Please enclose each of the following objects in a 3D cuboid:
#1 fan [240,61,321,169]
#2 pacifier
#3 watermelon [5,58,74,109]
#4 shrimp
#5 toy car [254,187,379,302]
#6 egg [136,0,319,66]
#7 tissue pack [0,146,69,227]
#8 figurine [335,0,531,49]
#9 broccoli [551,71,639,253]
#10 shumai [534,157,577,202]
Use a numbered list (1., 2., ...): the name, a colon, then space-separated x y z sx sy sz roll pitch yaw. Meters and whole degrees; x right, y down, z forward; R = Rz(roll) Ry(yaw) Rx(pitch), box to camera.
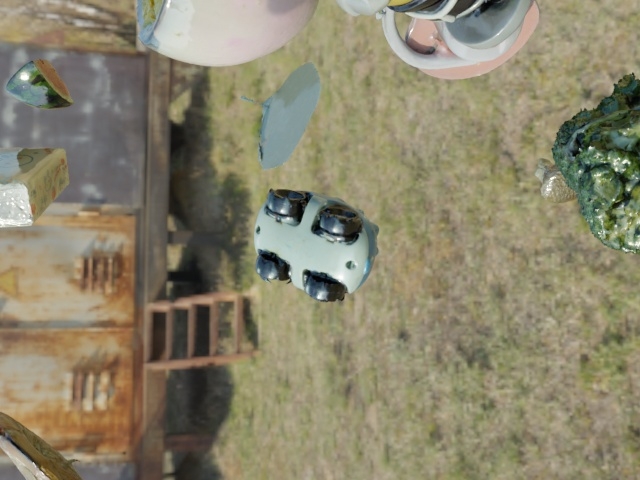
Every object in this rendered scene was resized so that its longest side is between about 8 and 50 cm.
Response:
1. fan: -0.077 -0.212 1.404 0.182 0.010 0.310 -64 28 6
2. pacifier: 0.237 -0.410 1.389 0.332 0.220 0.273 81 -151 -49
3. watermelon: -0.542 -0.316 1.681 0.135 0.125 0.094 114 171 -65
4. shrimp: -0.370 0.326 1.202 0.068 0.249 0.150 -47 19 -16
5. toy car: 0.000 0.000 1.686 0.190 0.255 0.189 -21 -55 -59
6. egg: -0.161 -0.511 1.718 0.354 0.339 0.355 -170 90 -67
7. tissue pack: -0.541 -0.096 1.512 0.196 0.148 0.092 -84 -8 -64
8. figurine: 0.117 -0.290 0.901 0.176 0.236 0.133 -18 69 47
9. broccoli: 0.471 -0.106 1.104 0.304 0.321 0.283 -52 -11 -42
10. shumai: 0.605 -0.167 2.204 0.116 0.145 0.146 -119 33 -46
